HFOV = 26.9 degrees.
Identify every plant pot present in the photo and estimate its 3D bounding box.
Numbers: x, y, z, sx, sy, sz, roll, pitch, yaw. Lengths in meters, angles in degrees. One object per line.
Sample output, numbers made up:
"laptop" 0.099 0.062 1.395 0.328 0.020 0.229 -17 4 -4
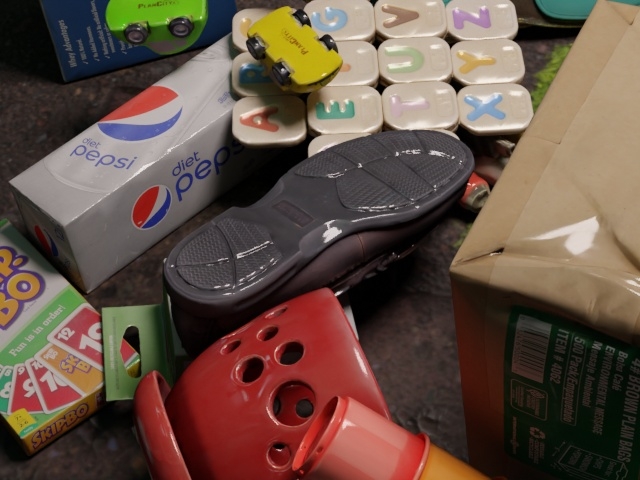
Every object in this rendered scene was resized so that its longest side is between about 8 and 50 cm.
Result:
"plant pot" -0.034 0.154 0.994 0.174 0.191 0.191 -24 48 -3

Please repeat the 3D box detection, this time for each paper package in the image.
"paper package" 0.230 0.045 0.961 0.168 0.325 0.309 16 53 22

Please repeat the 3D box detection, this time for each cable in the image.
"cable" 0.099 -0.103 1.313 0.139 0.072 0.287 -40 42 -17

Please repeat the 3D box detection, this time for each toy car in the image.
"toy car" -0.089 -0.215 1.263 0.225 0.053 0.239 -6 54 6

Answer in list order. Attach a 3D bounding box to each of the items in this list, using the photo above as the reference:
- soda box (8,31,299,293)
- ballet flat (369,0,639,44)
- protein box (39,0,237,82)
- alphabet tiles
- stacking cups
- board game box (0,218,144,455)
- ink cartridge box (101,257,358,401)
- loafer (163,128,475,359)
"soda box" -0.150 -0.081 1.281 0.286 0.098 0.091 -38 54 -24
"ballet flat" 0.203 -0.276 1.414 0.348 0.123 0.123 -11 47 -5
"protein box" -0.209 -0.307 1.426 0.201 0.200 0.136 -16 47 -7
"alphabet tiles" 0.055 -0.165 1.260 0.278 0.021 0.284 -3 56 0
"stacking cups" 0.125 0.212 0.882 0.316 0.096 0.096 30 52 -4
"board game box" -0.278 0.074 1.201 0.124 0.039 0.259 -33 49 -23
"ink cartridge box" -0.080 0.069 1.133 0.209 0.062 0.109 -4 47 -9
"loafer" 0.000 0.000 1.105 0.302 0.095 0.109 -28 51 -30
